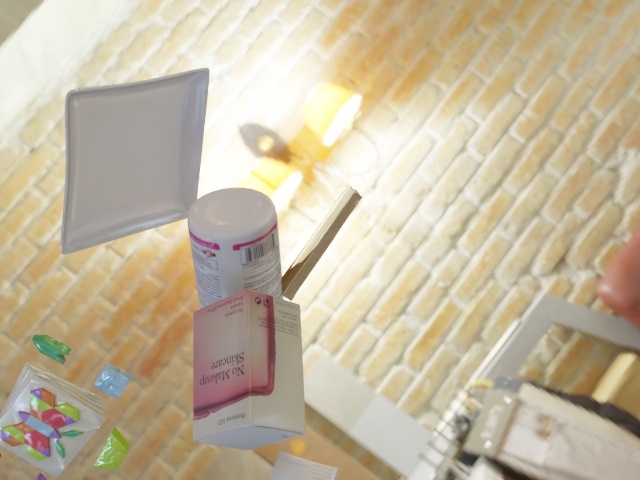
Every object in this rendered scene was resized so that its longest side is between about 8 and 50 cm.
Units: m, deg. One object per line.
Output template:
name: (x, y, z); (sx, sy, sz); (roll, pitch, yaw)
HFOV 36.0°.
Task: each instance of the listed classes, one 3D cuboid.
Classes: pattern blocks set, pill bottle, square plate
pattern blocks set: (-0.445, 0.294, 1.586); (0.026, 0.285, 0.324); (-79, 11, -61)
pill bottle: (-0.150, 0.058, 1.807); (0.160, 0.160, 0.283); (-48, -34, -44)
square plate: (-0.379, -0.169, 1.977); (0.347, 0.049, 0.344); (-20, -50, -44)

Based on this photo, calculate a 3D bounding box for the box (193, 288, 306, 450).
box: (-0.122, 0.219, 1.648); (0.149, 0.127, 0.232); (-24, 58, 38)

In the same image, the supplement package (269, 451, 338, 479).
supplement package: (-0.047, 0.450, 1.579); (0.179, 0.105, 0.105); (-68, -9, -48)

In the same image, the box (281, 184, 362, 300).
box: (0.000, 0.000, 1.610); (0.201, 0.021, 0.164); (-54, 6, 5)
